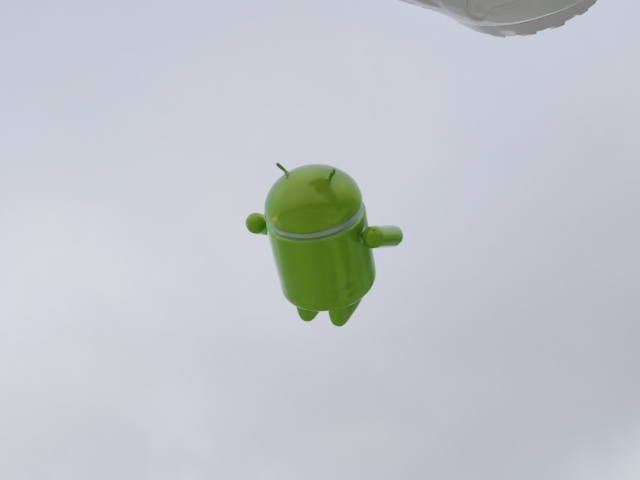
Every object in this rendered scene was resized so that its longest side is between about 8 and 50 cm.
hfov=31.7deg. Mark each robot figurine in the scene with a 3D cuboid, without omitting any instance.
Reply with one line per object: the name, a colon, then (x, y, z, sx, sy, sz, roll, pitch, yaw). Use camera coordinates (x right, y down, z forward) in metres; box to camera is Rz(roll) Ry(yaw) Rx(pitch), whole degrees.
robot figurine: (0.000, 0.000, 0.750, 0.101, 0.067, 0.115, 7, -54, 28)

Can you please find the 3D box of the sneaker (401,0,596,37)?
sneaker: (0.051, -0.167, 0.625, 0.094, 0.090, 0.235, -1, 14, -45)
